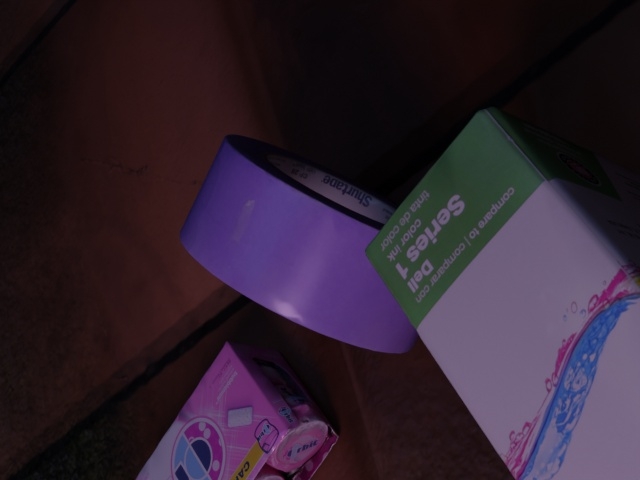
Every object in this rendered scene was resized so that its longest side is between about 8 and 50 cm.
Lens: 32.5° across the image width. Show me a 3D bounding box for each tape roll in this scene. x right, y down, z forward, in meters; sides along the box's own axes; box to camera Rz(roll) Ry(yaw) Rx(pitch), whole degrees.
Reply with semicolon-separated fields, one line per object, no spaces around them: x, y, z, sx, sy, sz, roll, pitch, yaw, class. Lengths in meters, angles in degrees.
0.000;0.000;0.788;0.189;0.189;0.080;36;103;44;tape roll

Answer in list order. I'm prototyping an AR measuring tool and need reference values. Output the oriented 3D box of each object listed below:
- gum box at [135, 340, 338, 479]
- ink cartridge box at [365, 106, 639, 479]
-0.073;0.183;0.897;0.188;0.062;0.107;-57;47;17;gum box
0.180;0.078;0.576;0.117;0.201;0.278;-51;49;23;ink cartridge box
